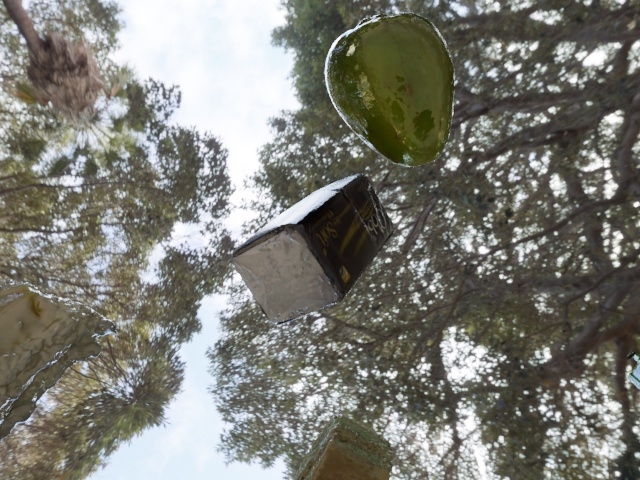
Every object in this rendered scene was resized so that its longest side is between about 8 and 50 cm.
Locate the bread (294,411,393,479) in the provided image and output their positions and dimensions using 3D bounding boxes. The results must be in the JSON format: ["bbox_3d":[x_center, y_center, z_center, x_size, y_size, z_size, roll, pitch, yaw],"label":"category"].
[{"bbox_3d":[0.041,0.447,0.873,0.138,0.196,0.102,31,-158,1],"label":"bread"}]

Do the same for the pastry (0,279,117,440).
[{"bbox_3d":[-0.305,0.139,0.368,0.122,0.089,0.258,12,-137,21],"label":"pastry"}]

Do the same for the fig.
[{"bbox_3d":[0.163,-0.311,0.963,0.258,0.258,0.326,-31,-82,-28],"label":"fig"}]

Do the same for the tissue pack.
[{"bbox_3d":[0.000,0.000,1.024,0.198,0.210,0.370,56,-144,-7],"label":"tissue pack"}]

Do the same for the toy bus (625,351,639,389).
[{"bbox_3d":[0.577,0.118,0.608,0.302,0.139,0.113,-32,-131,-5],"label":"toy bus"}]
